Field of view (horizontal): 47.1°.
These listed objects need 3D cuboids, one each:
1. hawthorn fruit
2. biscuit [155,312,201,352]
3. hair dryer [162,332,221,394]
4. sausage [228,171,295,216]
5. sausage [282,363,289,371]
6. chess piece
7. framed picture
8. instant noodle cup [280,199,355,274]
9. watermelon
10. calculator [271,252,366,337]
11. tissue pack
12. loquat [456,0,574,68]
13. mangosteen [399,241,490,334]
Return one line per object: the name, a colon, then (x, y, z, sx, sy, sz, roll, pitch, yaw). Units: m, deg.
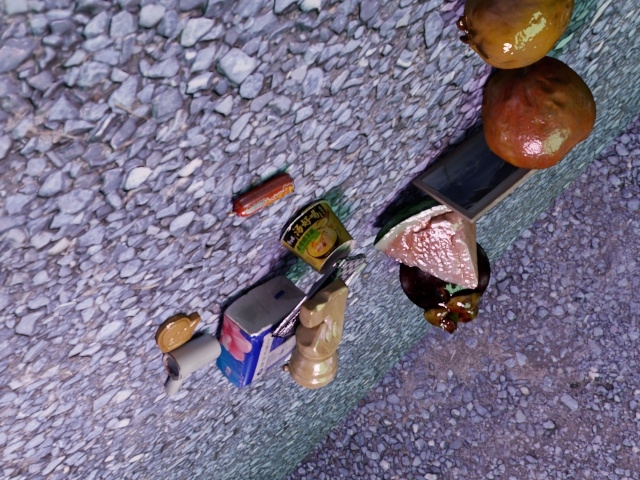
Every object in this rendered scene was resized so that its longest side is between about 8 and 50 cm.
hawthorn fruit: (0.515, -0.336, 1.791, 0.277, 0.277, 0.298, -37, 131, -11)
biscuit: (-0.325, 0.209, 1.692, 0.118, 0.023, 0.140, -36, 158, -13)
hair dryer: (-0.340, 0.331, 1.850, 0.131, 0.073, 0.236, -25, 157, -39)
sausage: (-0.119, -0.084, 1.441, 0.145, 0.048, 0.050, -30, -165, -24)
sausage: (-0.094, 0.435, 2.546, 0.026, 0.026, 0.116, -50, 157, 23)
chess piece: (-0.001, 0.214, 1.744, 0.137, 0.137, 0.301, -27, 145, -33)
framed picture: (0.442, -0.200, 1.938, 0.335, 0.247, 0.022, -37, 132, -9)
instant noodle cup: (0.000, 0.000, 1.706, 0.151, 0.122, 0.151, -38, 164, -13)
watermelon: (0.341, -0.027, 2.069, 0.283, 0.292, 0.250, -29, -152, 36)
calculator: (0.001, 0.136, 1.777, 0.274, 0.028, 0.165, -49, 162, 18)
tissue pack: (-0.156, 0.231, 1.886, 0.209, 0.137, 0.270, -31, 153, -32)
loquat: (0.382, -0.442, 1.401, 0.238, 0.193, 0.238, -36, 166, -11)
mangosteen: (0.409, 0.138, 2.394, 0.306, 0.347, 0.307, -8, 164, -2)
